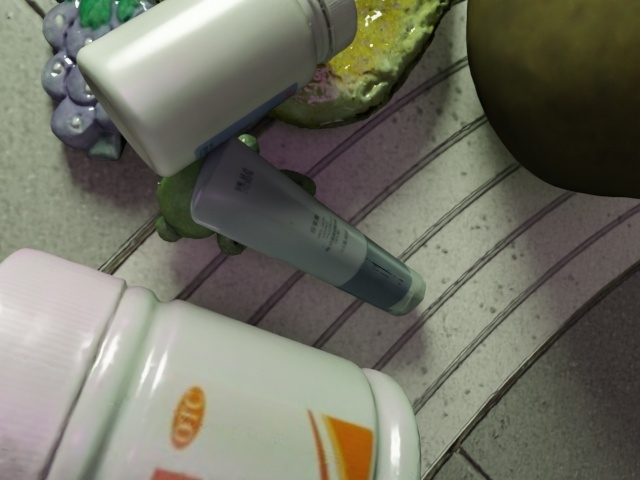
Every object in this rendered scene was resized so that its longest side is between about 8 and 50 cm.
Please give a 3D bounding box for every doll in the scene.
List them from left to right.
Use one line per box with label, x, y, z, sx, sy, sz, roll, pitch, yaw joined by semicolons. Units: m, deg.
doll;-0.071;-0.039;0.474;0.151;0.078;0.114;2;102;-28

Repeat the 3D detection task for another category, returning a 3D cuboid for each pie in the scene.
pie;-0.016;-0.272;0.484;0.324;0.070;0.322;0;89;-13

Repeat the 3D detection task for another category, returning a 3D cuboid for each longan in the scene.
longan;0.281;-0.184;0.457;0.319;0.319;0.318;-1;92;-17

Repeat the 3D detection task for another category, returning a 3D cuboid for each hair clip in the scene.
hair clip;-0.175;-0.166;0.443;0.124;0.052;0.195;3;95;9

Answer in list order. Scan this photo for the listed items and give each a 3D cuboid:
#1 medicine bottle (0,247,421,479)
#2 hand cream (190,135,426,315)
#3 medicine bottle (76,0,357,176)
medicine bottle;-0.107;0.153;0.398;0.316;0.202;0.202;22;85;-15
hand cream;0.000;0.000;0.468;0.255;0.048;0.079;31;62;-31
medicine bottle;-0.070;-0.138;0.385;0.187;0.103;0.102;-38;102;-15
